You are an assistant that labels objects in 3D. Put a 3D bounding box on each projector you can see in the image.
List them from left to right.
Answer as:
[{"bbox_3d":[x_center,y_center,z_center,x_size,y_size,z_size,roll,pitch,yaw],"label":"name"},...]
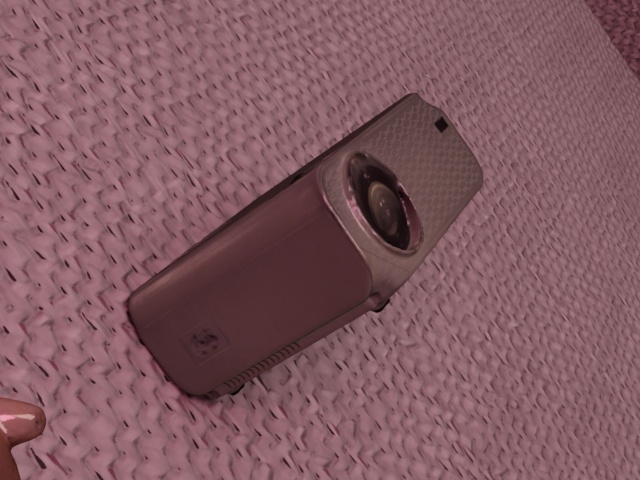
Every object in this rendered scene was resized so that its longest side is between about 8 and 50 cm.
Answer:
[{"bbox_3d":[0.000,0.000,0.883,0.108,0.198,0.250,54,30,-4],"label":"projector"}]

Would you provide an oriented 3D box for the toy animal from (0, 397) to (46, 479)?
[{"bbox_3d":[-0.205,0.149,0.478,0.250,0.154,0.166,-97,177,-76],"label":"toy animal"}]
